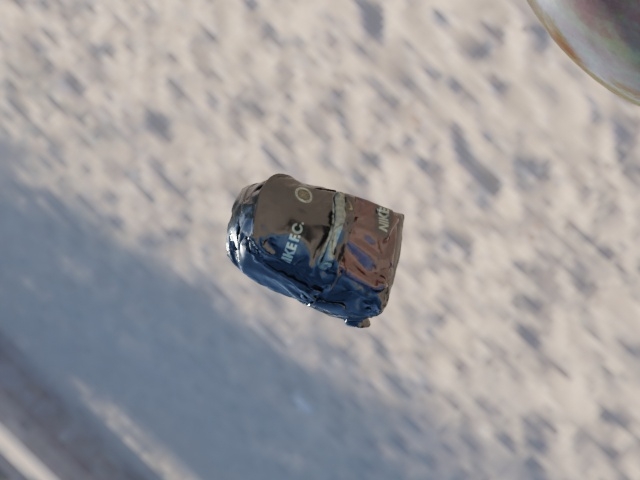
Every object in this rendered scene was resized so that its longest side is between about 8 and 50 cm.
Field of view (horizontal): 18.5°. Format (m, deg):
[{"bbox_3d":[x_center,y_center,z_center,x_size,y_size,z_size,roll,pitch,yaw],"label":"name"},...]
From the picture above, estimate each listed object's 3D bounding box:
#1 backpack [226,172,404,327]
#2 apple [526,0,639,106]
[{"bbox_3d":[-0.002,0.003,1.827,0.165,0.120,0.106,19,154,-25],"label":"backpack"},{"bbox_3d":[0.255,-0.223,1.430,0.234,0.256,0.257,24,162,15],"label":"apple"}]
